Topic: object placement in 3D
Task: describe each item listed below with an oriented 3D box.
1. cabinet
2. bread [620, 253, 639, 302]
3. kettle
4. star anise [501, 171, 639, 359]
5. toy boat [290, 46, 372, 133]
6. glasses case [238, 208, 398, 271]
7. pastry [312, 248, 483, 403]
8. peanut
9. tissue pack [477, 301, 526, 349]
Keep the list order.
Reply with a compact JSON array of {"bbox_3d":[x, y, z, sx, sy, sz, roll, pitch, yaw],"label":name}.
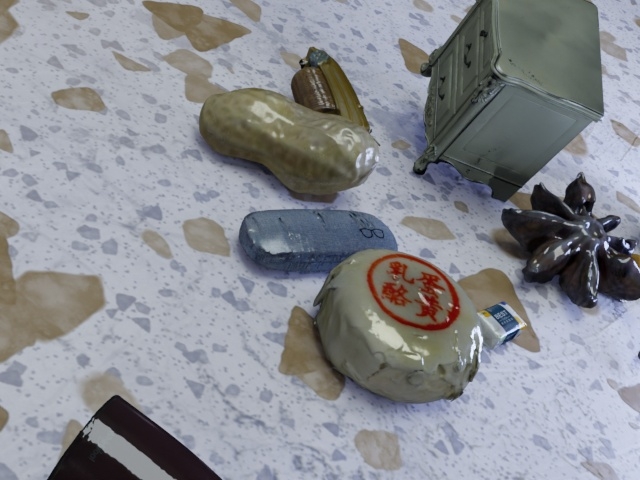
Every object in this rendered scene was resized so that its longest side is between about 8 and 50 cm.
[{"bbox_3d":[0.341,-0.288,1.986,0.227,0.318,0.290,19,54,-16],"label":"cabinet"},{"bbox_3d":[0.587,0.072,1.986,0.062,0.049,0.103,-7,39,9],"label":"bread"},{"bbox_3d":[-0.185,0.308,1.140,0.232,0.144,0.202,35,56,4],"label":"kettle"},{"bbox_3d":[0.463,0.033,1.911,0.315,0.139,0.359,16,53,-4],"label":"star anise"},{"bbox_3d":[0.007,-0.260,1.977,0.115,0.089,0.310,5,43,-24],"label":"toy boat"},{"bbox_3d":[0.000,0.000,1.680,0.282,0.067,0.109,1,42,-34],"label":"glasses case"},{"bbox_3d":[0.118,0.127,1.556,0.264,0.133,0.265,17,42,-16],"label":"pastry"},{"bbox_3d":[-0.056,-0.171,1.792,0.313,0.149,0.149,24,36,0],"label":"peanut"},{"bbox_3d":[0.289,0.139,1.722,0.083,0.042,0.062,-17,58,-44],"label":"tissue pack"}]
